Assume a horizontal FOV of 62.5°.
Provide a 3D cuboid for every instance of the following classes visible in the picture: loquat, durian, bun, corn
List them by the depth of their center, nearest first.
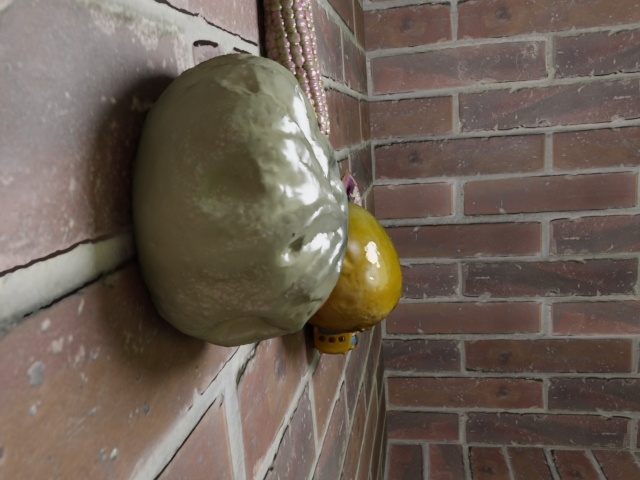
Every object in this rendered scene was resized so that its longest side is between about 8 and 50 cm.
[{"bbox_3d":[-0.072,-0.045,0.654,0.360,0.211,0.360,-3,90,-78],"label":"bun"},{"bbox_3d":[-0.055,-0.352,1.059,0.126,0.126,0.335,-31,115,-77],"label":"corn"},{"bbox_3d":[0.051,0.062,1.155,0.276,0.276,0.284,56,31,-69],"label":"loquat"},{"bbox_3d":[0.070,-0.043,1.593,0.191,0.112,0.341,79,10,-46],"label":"durian"}]

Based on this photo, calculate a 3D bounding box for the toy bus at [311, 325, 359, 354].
[{"bbox_3d":[0.035,0.189,1.338,0.136,0.126,0.209,-12,103,-82],"label":"toy bus"}]

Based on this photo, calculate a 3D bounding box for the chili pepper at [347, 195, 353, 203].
[{"bbox_3d":[0.009,-0.095,1.304,0.148,0.116,0.264,-67,152,-58],"label":"chili pepper"}]

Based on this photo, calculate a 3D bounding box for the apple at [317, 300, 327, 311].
[{"bbox_3d":[-0.043,0.062,0.936,0.146,0.146,0.146,-2,90,-79],"label":"apple"}]
